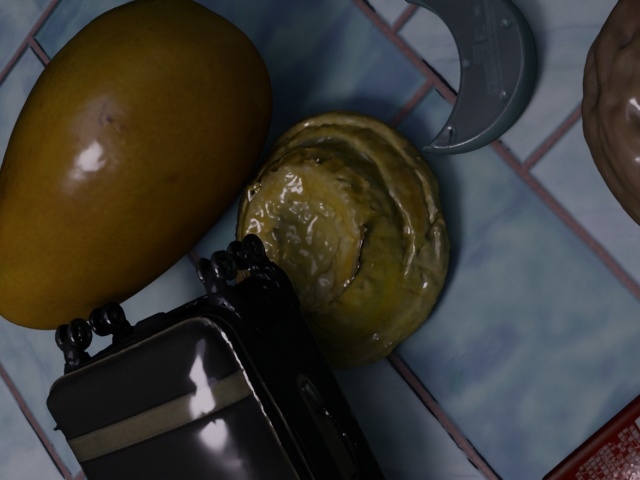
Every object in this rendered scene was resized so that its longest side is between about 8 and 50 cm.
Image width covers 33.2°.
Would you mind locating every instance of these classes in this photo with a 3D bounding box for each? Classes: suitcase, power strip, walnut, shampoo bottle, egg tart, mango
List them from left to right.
[{"bbox_3d":[-0.227,-0.070,1.205,0.232,0.300,0.445,42,114,11],"label":"mango"},{"bbox_3d":[-0.088,0.241,1.113,0.283,0.194,0.433,-24,95,30],"label":"suitcase"},{"bbox_3d":[0.000,0.000,1.178,0.290,0.115,0.290,-1,88,33],"label":"egg tart"},{"bbox_3d":[0.158,-0.202,1.133,0.137,0.044,0.215,-7,84,30],"label":"power strip"},{"bbox_3d":[0.303,0.222,1.008,0.314,0.076,0.118,-48,67,20],"label":"shampoo bottle"},{"bbox_3d":[0.358,-0.119,0.904,0.227,0.273,0.273,-45,62,57],"label":"walnut"}]
